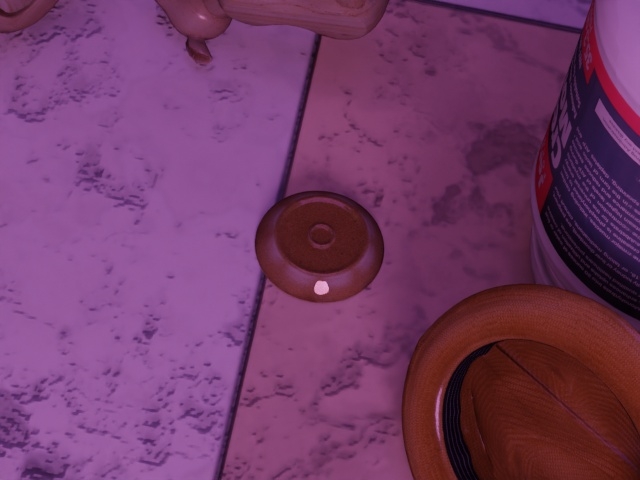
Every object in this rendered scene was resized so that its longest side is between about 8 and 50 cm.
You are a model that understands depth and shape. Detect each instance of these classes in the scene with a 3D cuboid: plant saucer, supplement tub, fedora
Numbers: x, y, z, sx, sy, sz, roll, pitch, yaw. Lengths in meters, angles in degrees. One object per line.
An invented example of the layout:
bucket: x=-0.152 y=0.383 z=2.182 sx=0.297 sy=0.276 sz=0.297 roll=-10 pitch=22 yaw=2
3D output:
plant saucer: x=0.000 y=0.000 z=1.050 sx=0.083 sy=0.015 sz=0.083 roll=2 pitch=60 yaw=-4
supplement tub: x=0.228 y=-0.054 z=0.954 sx=0.191 sy=0.272 sz=0.191 roll=3 pitch=59 yaw=-4
fedora: x=0.141 y=0.111 z=0.940 sx=0.194 sy=0.194 sz=0.079 roll=41 pitch=28 yaw=17

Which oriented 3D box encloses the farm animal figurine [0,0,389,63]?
farm animal figurine: x=-0.127 y=-0.231 z=1.098 sx=0.326 sy=0.172 sz=0.330 roll=-27 pitch=73 yaw=-6
